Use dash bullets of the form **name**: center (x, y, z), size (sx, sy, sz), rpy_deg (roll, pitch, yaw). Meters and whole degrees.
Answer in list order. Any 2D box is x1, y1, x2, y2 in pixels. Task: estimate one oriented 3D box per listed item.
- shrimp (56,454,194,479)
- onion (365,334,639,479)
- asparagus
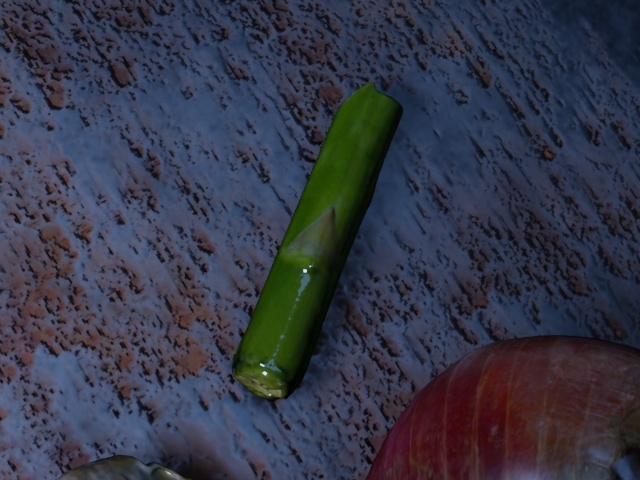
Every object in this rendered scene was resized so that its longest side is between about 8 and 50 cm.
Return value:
- **shrimp**: center (-0.040, 0.337, 1.213), size (0.110, 0.221, 0.446), rpy_deg (-38, 94, 23)
- **onion**: center (0.191, 0.241, 1.216), size (0.353, 0.353, 0.354), rpy_deg (4, 72, -13)
- **asparagus**: center (-0.002, -0.001, 1.385), size (0.060, 0.067, 0.278), rpy_deg (13, 64, 18)
